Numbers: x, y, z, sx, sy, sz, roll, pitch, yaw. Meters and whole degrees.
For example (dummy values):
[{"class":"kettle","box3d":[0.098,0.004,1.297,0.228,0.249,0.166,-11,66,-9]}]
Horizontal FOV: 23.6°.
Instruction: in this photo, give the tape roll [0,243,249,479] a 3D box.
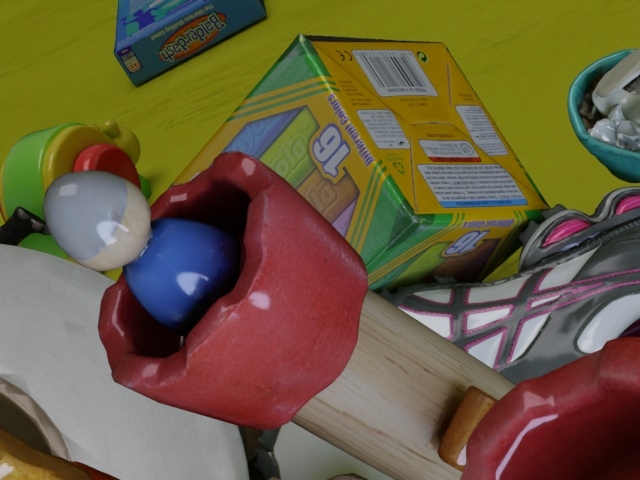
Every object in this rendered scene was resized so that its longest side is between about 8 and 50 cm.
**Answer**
[{"class":"tape roll","box3d":[-0.222,0.164,0.792,0.392,0.072,0.392,-2,48,3]}]

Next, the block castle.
[{"class":"block castle","box3d":[-0.061,0.208,0.426,0.453,0.213,0.303,-58,31,-2]}]

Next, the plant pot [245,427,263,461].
[{"class":"plant pot","box3d":[-0.116,0.114,0.970,0.236,0.032,0.236,-23,18,8]}]

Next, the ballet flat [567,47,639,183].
[{"class":"ballet flat","box3d":[0.209,-0.064,0.784,0.247,0.087,0.083,8,70,62]}]

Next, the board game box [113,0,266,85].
[{"class":"board game box","box3d":[-0.144,-0.258,1.667,0.160,0.047,0.210,-27,27,9]}]

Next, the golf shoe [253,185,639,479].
[{"class":"golf shoe","box3d":[0.092,0.071,0.797,0.273,0.105,0.120,-32,34,-1]}]

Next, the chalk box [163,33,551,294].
[{"class":"chalk box","box3d":[0.000,0.000,0.890,0.132,0.132,0.213,-5,-33,-47]}]

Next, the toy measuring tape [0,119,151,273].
[{"class":"toy measuring tape","box3d":[-0.233,-0.003,1.242,0.121,0.121,0.330,-12,32,32]}]

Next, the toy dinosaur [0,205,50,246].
[{"class":"toy dinosaur","box3d":[-0.288,0.024,1.117,0.160,0.121,0.313,-58,33,-4]}]
